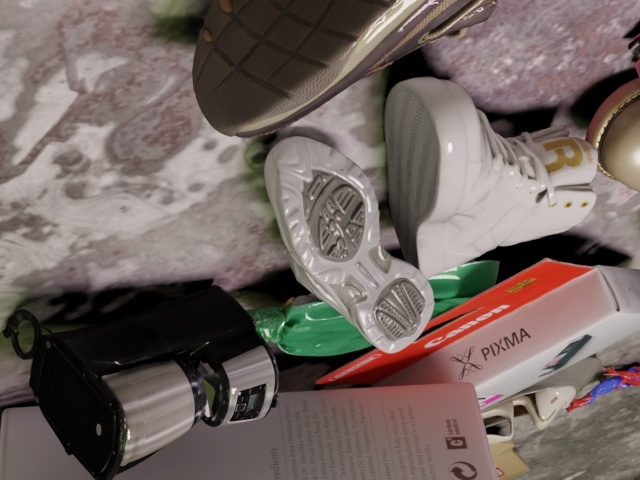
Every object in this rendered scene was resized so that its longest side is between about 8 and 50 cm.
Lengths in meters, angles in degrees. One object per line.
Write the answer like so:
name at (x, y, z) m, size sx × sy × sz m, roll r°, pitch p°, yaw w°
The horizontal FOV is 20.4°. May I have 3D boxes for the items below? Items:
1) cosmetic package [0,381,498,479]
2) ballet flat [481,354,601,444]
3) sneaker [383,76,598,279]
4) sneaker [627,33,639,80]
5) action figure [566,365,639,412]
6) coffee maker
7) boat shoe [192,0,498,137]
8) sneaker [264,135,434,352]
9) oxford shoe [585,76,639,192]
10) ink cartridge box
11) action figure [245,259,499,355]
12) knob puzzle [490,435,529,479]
cosmetic package at (-0.070, 0.278, 1.694) m, size 0.453 × 0.161 × 0.230 m, roll -2°, pitch 129°, yaw -6°
ballet flat at (0.214, 0.182, 1.933) m, size 0.213 × 0.068 × 0.072 m, roll -14°, pitch 150°, yaw -10°
sneaker at (0.146, -0.070, 1.453) m, size 0.169 × 0.108 × 0.292 m, roll -18°, pitch 160°, yaw -5°
sneaker at (0.277, -0.163, 1.430) m, size 0.057 × 0.047 × 0.119 m, roll -8°, pitch 149°, yaw 3°
action figure at (0.329, 0.161, 2.005) m, size 0.115 × 0.030 × 0.038 m, roll -17°, pitch 156°, yaw -13°
coffee maker at (-0.149, 0.104, 1.538) m, size 0.178 × 0.171 × 0.120 m, roll -17°, pitch 162°, yaw -39°
boat shoe at (0.062, -0.176, 1.190) m, size 0.355 × 0.132 × 0.130 m, roll -37°, pitch 146°, yaw 30°
sneaker at (0.000, 0.000, 1.489) m, size 0.090 × 0.115 × 0.232 m, roll -45°, pitch 130°, yaw -19°
oxford shoe at (0.423, -0.064, 1.517) m, size 0.397 × 0.146 × 0.140 m, roll 2°, pitch 124°, yaw -16°
ink cartridge box at (0.168, 0.106, 1.726) m, size 0.275 × 0.060 × 0.239 m, roll -30°, pitch 163°, yaw 25°
action figure at (0.036, 0.061, 1.631) m, size 0.232 × 0.063 × 0.137 m, roll -10°, pitch 149°, yaw -26°
knob puzzle at (0.134, 0.263, 2.060) m, size 0.213 × 0.030 × 0.213 m, roll -14°, pitch 150°, yaw -8°
